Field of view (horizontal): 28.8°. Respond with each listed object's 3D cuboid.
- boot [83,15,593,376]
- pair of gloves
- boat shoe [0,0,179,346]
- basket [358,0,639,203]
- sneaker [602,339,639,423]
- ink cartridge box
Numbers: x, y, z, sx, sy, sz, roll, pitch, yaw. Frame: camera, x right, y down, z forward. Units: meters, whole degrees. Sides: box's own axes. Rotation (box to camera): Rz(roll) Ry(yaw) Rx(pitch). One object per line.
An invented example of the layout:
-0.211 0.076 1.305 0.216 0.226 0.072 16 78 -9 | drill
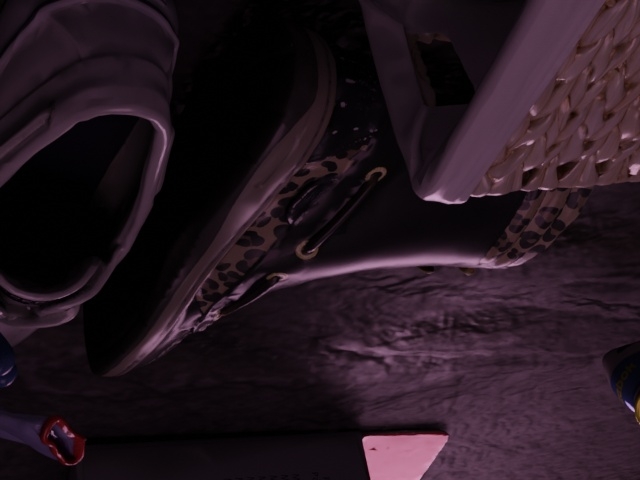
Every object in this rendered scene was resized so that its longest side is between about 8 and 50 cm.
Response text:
0.001 0.001 0.587 0.179 0.085 0.236 8 144 -31 | boot
-0.193 0.046 0.576 0.159 0.023 0.198 19 155 15 | pair of gloves
-0.130 -0.006 0.536 0.095 0.084 0.258 5 144 -23 | boat shoe
0.093 -0.102 0.430 0.103 0.113 0.167 0 146 -20 | basket
0.246 0.070 0.797 0.144 0.059 0.053 -15 118 -21 | sneaker
-0.058 0.268 0.934 0.272 0.130 0.309 -1 146 -17 | ink cartridge box
